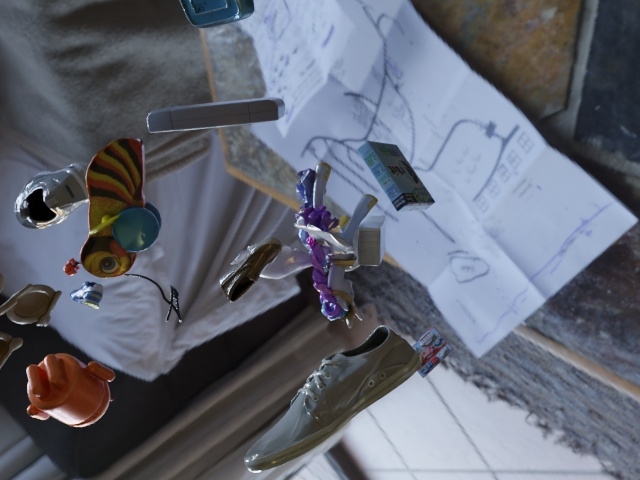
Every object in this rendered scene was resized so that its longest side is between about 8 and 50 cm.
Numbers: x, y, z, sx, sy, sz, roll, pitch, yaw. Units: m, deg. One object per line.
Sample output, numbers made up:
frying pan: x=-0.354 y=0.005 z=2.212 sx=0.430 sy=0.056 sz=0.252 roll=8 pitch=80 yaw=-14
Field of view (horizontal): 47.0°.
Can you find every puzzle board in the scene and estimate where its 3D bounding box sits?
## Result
puzzle board: x=0.322 y=0.333 z=2.201 sx=0.096 sy=0.128 sz=0.011 roll=50 pitch=-170 yaw=29

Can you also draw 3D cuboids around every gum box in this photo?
gum box: x=0.185 y=-0.155 z=1.790 sx=0.041 sy=0.157 sz=0.184 roll=-41 pitch=72 yaw=27

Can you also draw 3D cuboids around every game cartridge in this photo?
game cartridge: x=-0.236 y=-0.291 z=1.692 sx=0.198 sy=0.297 sz=0.062 roll=-73 pitch=-22 yaw=-81

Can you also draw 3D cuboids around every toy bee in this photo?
toy bee: x=-0.328 y=-0.006 z=1.153 sx=0.195 sy=0.162 sz=0.299 roll=121 pitch=137 yaw=-78

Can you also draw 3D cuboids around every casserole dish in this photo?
casserole dish: x=-0.218 y=-0.488 z=1.489 sx=0.188 sy=0.037 sz=0.114 roll=0 pitch=125 yaw=35

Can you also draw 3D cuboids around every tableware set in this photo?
tableware set: x=-0.405 y=0.094 z=0.884 sx=0.020 sy=0.141 sz=0.168 roll=48 pitch=-172 yaw=37

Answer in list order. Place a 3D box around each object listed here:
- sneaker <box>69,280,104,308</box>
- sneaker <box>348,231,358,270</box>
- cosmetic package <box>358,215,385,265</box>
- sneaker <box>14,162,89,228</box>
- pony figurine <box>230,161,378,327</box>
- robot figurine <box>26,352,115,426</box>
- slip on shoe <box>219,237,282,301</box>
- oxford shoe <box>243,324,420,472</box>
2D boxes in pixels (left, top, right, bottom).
sneaker: x=-0.566 y=0.130 z=1.796 sx=0.053 sy=0.059 sz=0.144 roll=28 pitch=165 yaw=-35
sneaker: x=0.089 y=0.055 z=2.160 sx=0.080 sy=0.212 sz=0.094 roll=23 pitch=117 yaw=5
cosmetic package: x=0.137 y=-0.004 z=1.941 sx=0.060 sy=0.239 sz=0.099 roll=3 pitch=99 yaw=8
sneaker: x=-0.534 y=-0.076 z=1.401 sx=0.281 sy=0.115 sz=0.105 roll=-20 pitch=103 yaw=48
pony figurine: x=0.000 y=0.000 z=1.821 sx=0.302 sy=0.364 sz=0.351 roll=-20 pitch=141 yaw=40
robot figurine: x=-0.539 y=0.324 z=1.579 sx=0.128 sy=0.158 sz=0.219 roll=15 pitch=155 yaw=27
slip on shoe: x=-0.112 y=0.050 z=1.219 sx=0.051 sy=0.135 sz=0.041 roll=34 pitch=-156 yaw=-48
oxford shoe: x=0.015 y=0.326 z=1.556 sx=0.130 sy=0.449 sz=0.169 roll=60 pitch=157 yaw=-7
